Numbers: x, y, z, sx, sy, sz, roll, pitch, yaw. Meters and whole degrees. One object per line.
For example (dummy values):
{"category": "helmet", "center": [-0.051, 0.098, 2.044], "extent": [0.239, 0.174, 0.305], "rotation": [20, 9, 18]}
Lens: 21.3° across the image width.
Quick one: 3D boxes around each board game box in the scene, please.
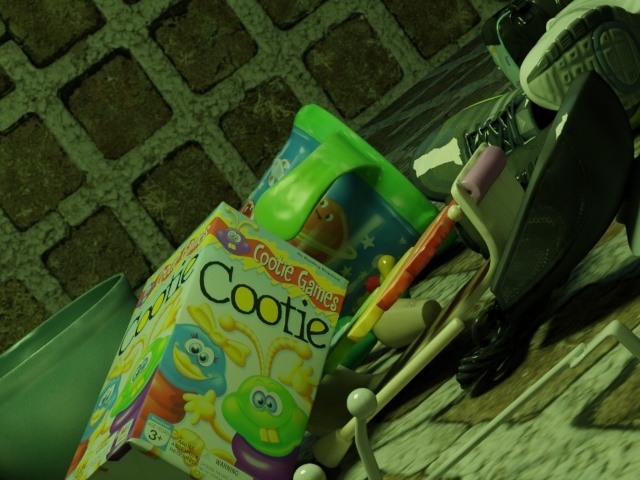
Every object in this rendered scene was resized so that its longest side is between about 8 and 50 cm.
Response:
{"category": "board game box", "center": [-0.096, 0.129, 1.449], "extent": [0.142, 0.144, 0.275], "rotation": [-44, 20, 42]}

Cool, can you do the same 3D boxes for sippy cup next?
{"category": "sippy cup", "center": [0.000, 0.000, 1.962], "extent": [0.224, 0.305, 0.240], "rotation": [-48, 37, -1]}

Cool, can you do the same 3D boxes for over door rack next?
{"category": "over door rack", "center": [0.052, 0.168, 1.078], "extent": [0.324, 0.108, 0.239], "rotation": [-32, 10, 29]}

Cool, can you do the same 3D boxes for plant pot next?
{"category": "plant pot", "center": [-0.300, 0.204, 2.094], "extent": [0.293, 0.196, 0.293], "rotation": [-36, 8, 6]}

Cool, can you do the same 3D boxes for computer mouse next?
{"category": "computer mouse", "center": [0.197, -0.011, 1.379], "extent": [0.188, 0.072, 0.272], "rotation": [-52, -18, -52]}

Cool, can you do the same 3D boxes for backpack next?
{"category": "backpack", "center": [0.297, -0.215, 1.999], "extent": [0.166, 0.188, 0.144], "rotation": [-35, 2, -6]}

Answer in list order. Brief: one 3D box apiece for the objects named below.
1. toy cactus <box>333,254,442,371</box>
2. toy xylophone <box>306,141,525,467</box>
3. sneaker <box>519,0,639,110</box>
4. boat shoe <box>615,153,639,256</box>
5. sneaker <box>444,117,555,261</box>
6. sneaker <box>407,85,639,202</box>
{"category": "toy cactus", "center": [0.046, 0.080, 1.722], "extent": [0.180, 0.112, 0.219], "rotation": [-15, 12, 44]}
{"category": "toy xylophone", "center": [0.070, 0.066, 1.503], "extent": [0.322, 0.081, 0.236], "rotation": [-51, 0, 22]}
{"category": "sneaker", "center": [0.285, -0.201, 1.761], "extent": [0.129, 0.111, 0.297], "rotation": [-4, 19, 41]}
{"category": "boat shoe", "center": [0.284, -0.027, 1.359], "extent": [0.076, 0.080, 0.228], "rotation": [8, 4, 2]}
{"category": "sneaker", "center": [0.211, -0.043, 1.683], "extent": [0.147, 0.104, 0.296], "rotation": [-40, 2, -9]}
{"category": "sneaker", "center": [0.222, -0.128, 1.887], "extent": [0.300, 0.111, 0.121], "rotation": [-27, -10, 22]}
